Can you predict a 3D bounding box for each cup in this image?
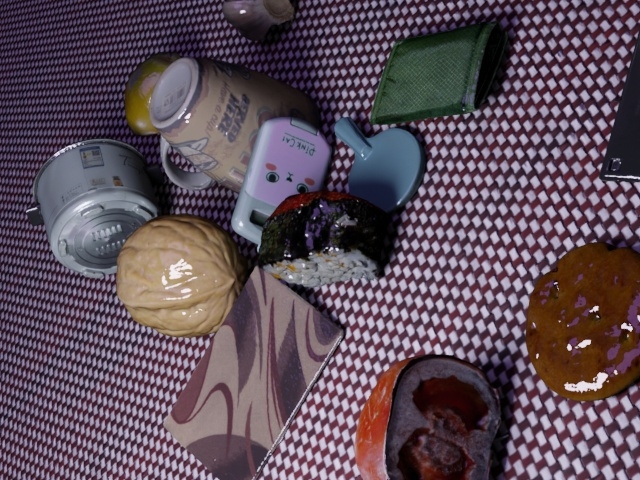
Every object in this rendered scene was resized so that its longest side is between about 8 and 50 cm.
[{"bbox_3d":[-0.194,-0.199,2.108,0.301,0.257,0.227,-34,45,35],"label":"cup"}]

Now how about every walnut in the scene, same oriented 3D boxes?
[{"bbox_3d":[-0.238,0.061,2.046,0.261,0.225,0.225,3,72,41],"label":"walnut"}]

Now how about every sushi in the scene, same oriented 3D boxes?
[{"bbox_3d":[0.000,0.000,1.867,0.225,0.136,0.126,-2,67,48],"label":"sushi"}]

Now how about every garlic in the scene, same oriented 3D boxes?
[{"bbox_3d":[-0.146,-0.472,2.302,0.127,0.131,0.194,-37,38,-14],"label":"garlic"}]

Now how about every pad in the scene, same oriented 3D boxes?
[{"bbox_3d":[-0.116,0.230,1.920,0.220,0.004,0.330,35,99,34],"label":"pad"}]

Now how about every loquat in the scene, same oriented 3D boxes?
[{"bbox_3d":[-0.332,-0.300,2.413,0.195,0.152,0.152,-61,38,17],"label":"loquat"}]

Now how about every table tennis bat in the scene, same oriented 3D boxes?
[{"bbox_3d":[0.088,-0.133,1.925,0.149,0.038,0.237,-53,44,12],"label":"table tennis bat"}]

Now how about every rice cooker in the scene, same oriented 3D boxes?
[{"bbox_3d":[-0.442,-0.071,2.333,0.280,0.241,0.227,-21,50,-5],"label":"rice cooker"}]

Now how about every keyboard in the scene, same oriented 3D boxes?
[{"bbox_3d":[0.435,-0.185,1.563,0.094,0.025,0.230,7,75,49],"label":"keyboard"}]

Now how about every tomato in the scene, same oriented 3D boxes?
[{"bbox_3d":[0.132,0.263,1.569,0.155,0.181,0.214,-22,44,62],"label":"tomato"}]

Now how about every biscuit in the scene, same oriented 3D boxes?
[{"bbox_3d":[0.346,0.102,1.495,0.212,0.036,0.212,-26,53,39],"label":"biscuit"}]

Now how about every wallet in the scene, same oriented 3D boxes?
[{"bbox_3d":[0.184,-0.261,1.865,0.236,0.055,0.160,-2,61,51],"label":"wallet"}]

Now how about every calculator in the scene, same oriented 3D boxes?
[{"bbox_3d":[-0.065,-0.091,1.990,0.045,0.141,0.246,-7,63,62],"label":"calculator"}]
